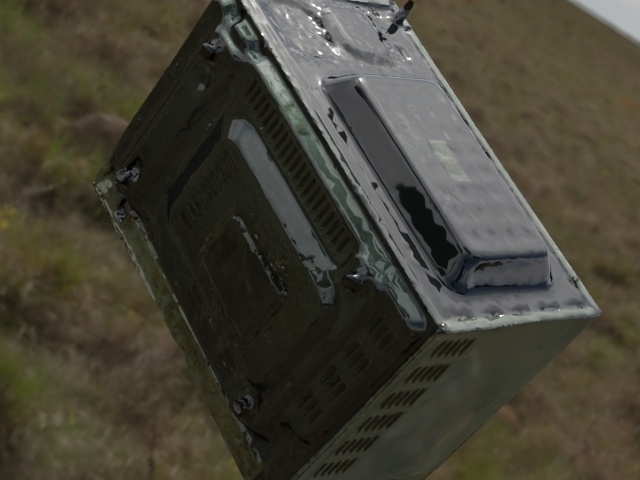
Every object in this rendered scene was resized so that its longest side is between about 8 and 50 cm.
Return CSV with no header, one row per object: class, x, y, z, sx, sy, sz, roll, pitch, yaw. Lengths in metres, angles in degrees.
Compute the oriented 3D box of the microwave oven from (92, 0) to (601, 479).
microwave oven,0.000,0.000,0.638,0.129,0.163,0.205,-3,52,-43
